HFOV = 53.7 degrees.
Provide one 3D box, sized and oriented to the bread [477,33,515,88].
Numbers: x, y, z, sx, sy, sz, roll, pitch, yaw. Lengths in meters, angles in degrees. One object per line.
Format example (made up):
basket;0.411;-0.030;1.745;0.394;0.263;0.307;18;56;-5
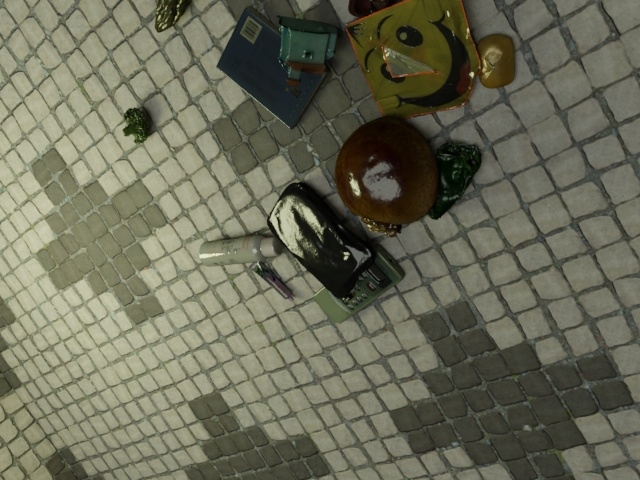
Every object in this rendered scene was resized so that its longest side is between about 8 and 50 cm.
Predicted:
bread;0.380;-0.389;1.376;0.082;0.056;0.115;6;115;25

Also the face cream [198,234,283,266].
face cream;-0.232;0.028;1.865;0.269;0.082;0.082;-8;109;29

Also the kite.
kite;0.201;-0.415;1.423;0.327;0.013;0.378;27;138;5

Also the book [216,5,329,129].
book;-0.128;-0.441;1.626;0.269;0.025;0.191;40;125;5

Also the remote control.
remote control;0.101;0.129;1.770;0.123;0.038;0.285;49;125;-2

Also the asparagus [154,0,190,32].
asparagus;-0.359;-0.642;1.618;0.080;0.080;0.287;46;125;1

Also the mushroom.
mushroom;0.155;-0.144;1.521;0.263;0.195;0.283;0;113;25

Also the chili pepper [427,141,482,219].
chili pepper;0.307;-0.143;1.528;0.108;0.062;0.216;34;124;17

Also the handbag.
handbag;0.002;0.002;1.721;0.332;0.075;0.192;44;123;12

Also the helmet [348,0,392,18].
helmet;0.124;-0.533;1.438;0.111;0.057;0.089;12;84;37

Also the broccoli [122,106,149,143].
broccoli;-0.543;-0.332;1.847;0.095;0.092;0.097;57;153;-6

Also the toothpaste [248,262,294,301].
toothpaste;-0.143;0.122;1.897;0.170;0.028;0.045;43;114;6

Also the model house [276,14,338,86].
model house;-0.041;-0.447;1.517;0.148;0.119;0.149;7;120;-10
